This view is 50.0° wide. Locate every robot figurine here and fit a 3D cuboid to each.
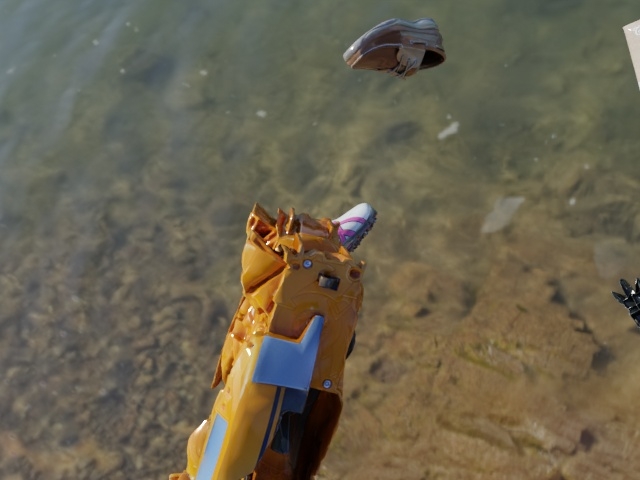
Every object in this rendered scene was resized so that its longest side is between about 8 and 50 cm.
[{"bbox_3d":[-0.047,0.128,0.451,0.085,0.211,0.291,16,99,-7],"label":"robot figurine"}]

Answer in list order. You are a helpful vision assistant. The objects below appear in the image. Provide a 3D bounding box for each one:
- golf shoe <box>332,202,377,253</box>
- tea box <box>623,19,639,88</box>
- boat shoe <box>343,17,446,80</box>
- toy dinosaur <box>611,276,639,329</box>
[{"bbox_3d":[0.000,0.000,0.916,0.086,0.067,0.186,45,64,8],"label":"golf shoe"},{"bbox_3d":[0.883,-0.400,1.462,0.329,0.324,0.220,-18,80,42],"label":"tea box"},{"bbox_3d":[0.190,-0.440,1.605,0.324,0.123,0.116,-24,82,-38],"label":"boat shoe"},{"bbox_3d":[0.678,0.136,1.272,0.164,0.218,0.322,-39,47,18],"label":"toy dinosaur"}]
